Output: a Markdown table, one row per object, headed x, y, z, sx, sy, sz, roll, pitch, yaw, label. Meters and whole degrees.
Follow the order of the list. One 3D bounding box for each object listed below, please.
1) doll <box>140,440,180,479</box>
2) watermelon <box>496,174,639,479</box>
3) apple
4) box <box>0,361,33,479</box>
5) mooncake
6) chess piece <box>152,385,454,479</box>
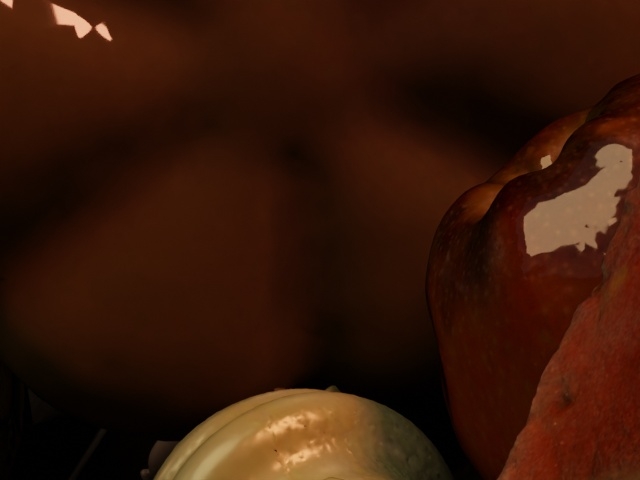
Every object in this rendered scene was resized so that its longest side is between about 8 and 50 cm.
| x | y | z | sx | sy | sz | roll | pitch | yaw | label |
| --- | --- | --- | --- | --- | --- | --- | --- | --- | --- |
| -0.054 | 0.128 | 0.820 | 0.161 | 0.059 | 0.160 | -41 | 23 | -13 | doll |
| 0.173 | 0.009 | 0.328 | 0.176 | 0.256 | 0.260 | 21 | 87 | 29 | watermelon |
| 0.155 | 0.035 | 0.510 | 0.230 | 0.230 | 0.230 | -30 | 23 | 14 | apple |
| -0.337 | 0.100 | 0.860 | 0.138 | 0.373 | 0.420 | -1 | 25 | -1 | box |
| -0.053 | -0.112 | 0.662 | 0.467 | 0.467 | 0.262 | -38 | 24 | -6 | mooncake |
| 0.046 | 0.165 | 0.448 | 0.176 | 0.176 | 0.298 | -43 | 24 | -18 | chess piece |
